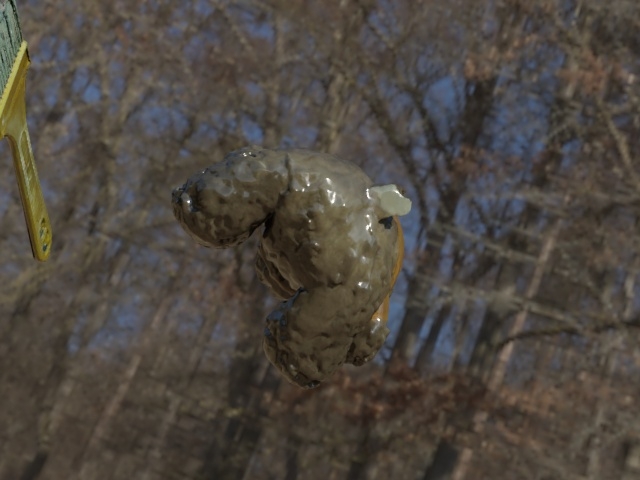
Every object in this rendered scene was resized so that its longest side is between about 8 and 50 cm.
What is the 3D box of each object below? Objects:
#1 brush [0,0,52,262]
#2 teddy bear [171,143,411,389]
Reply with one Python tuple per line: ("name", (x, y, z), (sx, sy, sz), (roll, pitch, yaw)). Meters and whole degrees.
("brush", (-0.197, -0.059, 0.847), (0.010, 0.082, 0.218), (4, -41, 2))
("teddy bear", (0.000, 0.000, 0.900), (0.177, 0.140, 0.190), (55, 5, 1))
